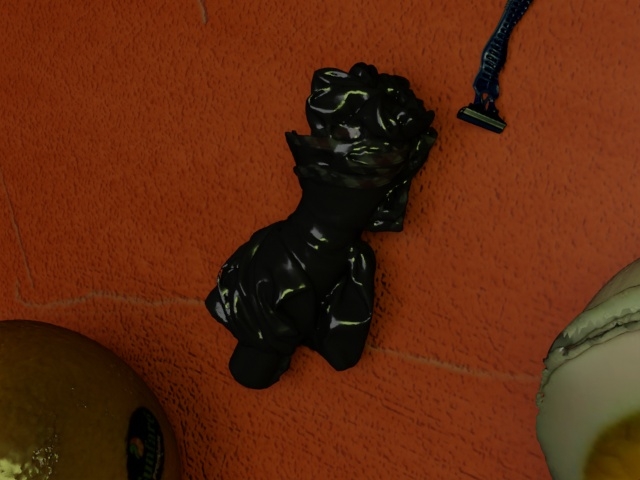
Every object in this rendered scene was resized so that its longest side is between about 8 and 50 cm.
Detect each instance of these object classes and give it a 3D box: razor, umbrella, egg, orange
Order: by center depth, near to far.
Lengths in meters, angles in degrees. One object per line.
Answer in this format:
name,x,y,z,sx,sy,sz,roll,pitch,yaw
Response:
egg,0.284,0.106,0.782,0.286,0.174,0.264,36,137,9
razor,0.140,-0.157,0.959,0.028,0.044,0.155,37,109,55
umbrella,0.001,0.000,1.007,0.110,0.122,0.272,-106,39,-65
orange,-0.248,0.196,1.068,0.274,0.274,0.274,0,89,33
